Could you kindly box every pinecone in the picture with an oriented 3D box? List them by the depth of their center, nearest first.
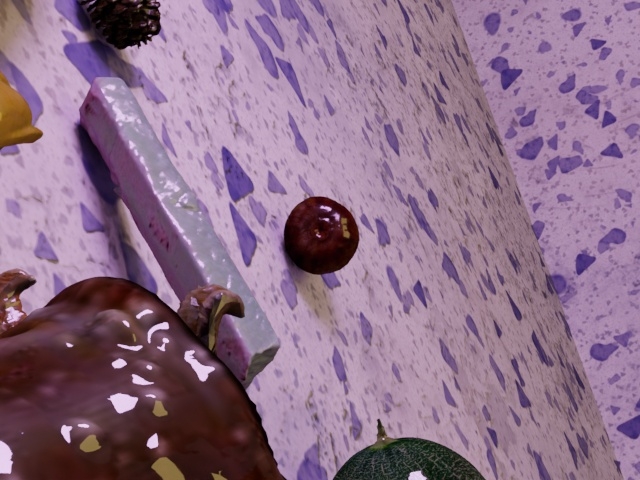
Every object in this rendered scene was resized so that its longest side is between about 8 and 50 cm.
[{"bbox_3d":[-0.184,-0.221,1.038,0.077,0.077,0.083,-90,173,-51],"label":"pinecone"}]

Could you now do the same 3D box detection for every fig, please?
[{"bbox_3d":[0.000,0.000,1.271,0.125,0.089,0.089,93,-24,-81],"label":"fig"}]

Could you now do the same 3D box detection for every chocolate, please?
[{"bbox_3d":[-0.125,0.194,0.470,0.210,0.225,0.340,-9,75,-58],"label":"chocolate"}]

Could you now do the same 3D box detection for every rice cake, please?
[{"bbox_3d":[-0.121,-0.005,0.890,0.051,0.081,0.290,-20,67,-29],"label":"rice cake"}]

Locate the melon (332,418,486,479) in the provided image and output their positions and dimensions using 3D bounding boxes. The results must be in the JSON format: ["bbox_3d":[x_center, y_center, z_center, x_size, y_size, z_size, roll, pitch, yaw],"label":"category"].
[{"bbox_3d":[0.090,0.294,0.964,0.182,0.182,0.288,2,72,-69],"label":"melon"}]

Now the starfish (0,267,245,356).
[{"bbox_3d":[-0.083,0.117,0.705,0.312,0.113,0.303,43,-16,14],"label":"starfish"}]

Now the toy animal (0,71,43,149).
[{"bbox_3d":[-0.255,-0.123,0.734,0.159,0.070,0.083,64,20,10],"label":"toy animal"}]
